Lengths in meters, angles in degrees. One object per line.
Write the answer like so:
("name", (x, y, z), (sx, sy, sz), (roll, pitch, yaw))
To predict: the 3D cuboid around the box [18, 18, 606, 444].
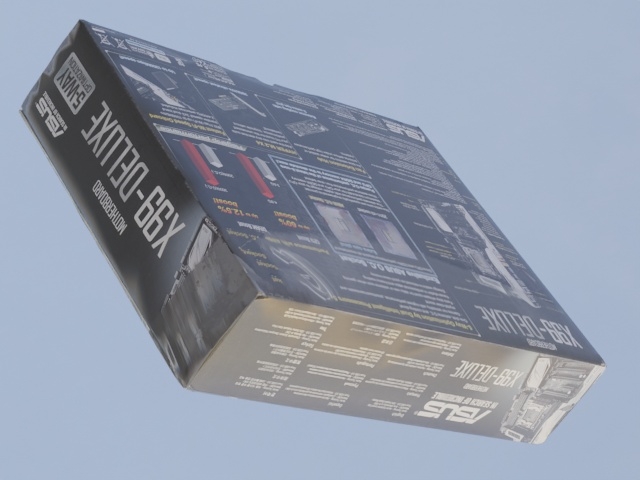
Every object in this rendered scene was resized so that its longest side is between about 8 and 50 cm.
("box", (0.000, 0.000, 1.132), (0.076, 0.307, 0.242), (-53, -130, 22))
